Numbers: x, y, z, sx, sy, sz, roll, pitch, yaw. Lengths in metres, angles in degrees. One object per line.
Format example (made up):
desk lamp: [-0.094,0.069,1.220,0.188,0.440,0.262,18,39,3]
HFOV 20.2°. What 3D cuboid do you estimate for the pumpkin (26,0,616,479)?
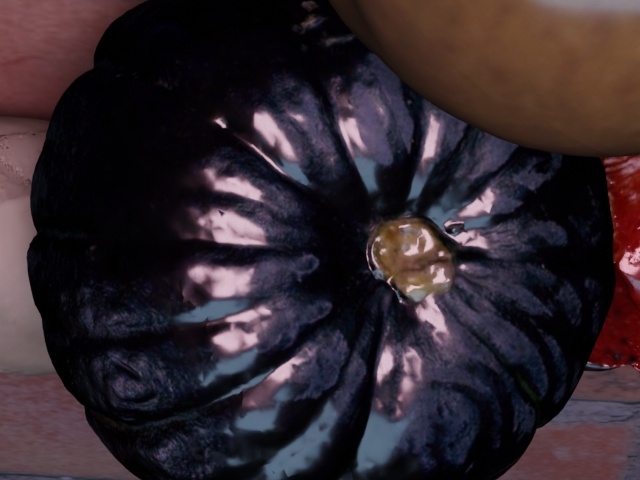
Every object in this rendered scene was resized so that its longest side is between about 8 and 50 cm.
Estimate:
pumpkin: [0.000,0.000,1.091,0.363,0.363,0.266,19,180,-22]

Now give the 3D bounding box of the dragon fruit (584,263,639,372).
dragon fruit: [0.175,0.059,1.352,0.192,0.122,0.092,2,157,-6]

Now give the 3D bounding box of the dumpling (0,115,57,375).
dumpling: [-0.232,0.002,1.256,0.260,0.181,0.341,3,-175,41]

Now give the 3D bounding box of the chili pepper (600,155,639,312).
chili pepper: [0.358,-0.050,1.185,0.338,0.134,0.131,-20,152,30]

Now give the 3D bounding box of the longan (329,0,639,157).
longan: [0.145,-0.192,0.877,0.319,0.319,0.319,0,142,0]
